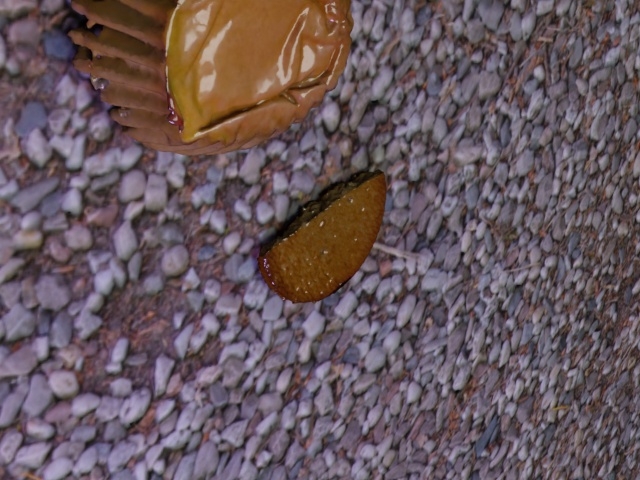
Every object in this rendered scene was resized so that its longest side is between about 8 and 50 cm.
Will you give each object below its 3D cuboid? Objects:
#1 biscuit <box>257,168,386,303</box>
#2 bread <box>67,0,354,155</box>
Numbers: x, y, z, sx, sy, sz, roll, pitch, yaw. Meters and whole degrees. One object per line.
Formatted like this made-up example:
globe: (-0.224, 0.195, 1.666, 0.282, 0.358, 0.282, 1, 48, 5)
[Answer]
biscuit: (0.006, 0.006, 1.253, 0.206, 0.025, 0.126, -35, 132, -34)
bread: (-0.078, -0.191, 0.955, 0.274, 0.149, 0.274, -26, 131, -35)
